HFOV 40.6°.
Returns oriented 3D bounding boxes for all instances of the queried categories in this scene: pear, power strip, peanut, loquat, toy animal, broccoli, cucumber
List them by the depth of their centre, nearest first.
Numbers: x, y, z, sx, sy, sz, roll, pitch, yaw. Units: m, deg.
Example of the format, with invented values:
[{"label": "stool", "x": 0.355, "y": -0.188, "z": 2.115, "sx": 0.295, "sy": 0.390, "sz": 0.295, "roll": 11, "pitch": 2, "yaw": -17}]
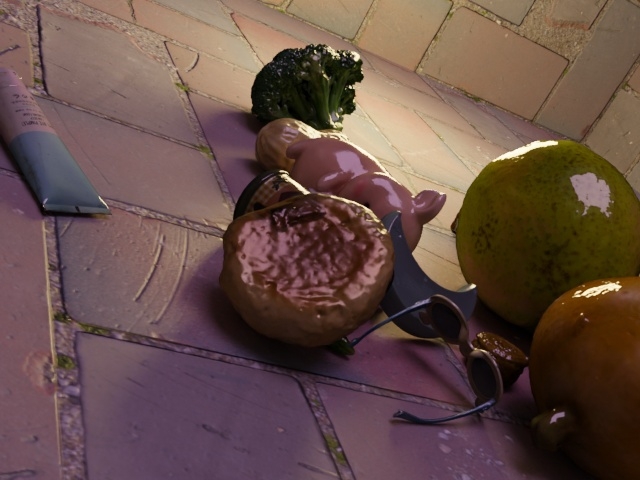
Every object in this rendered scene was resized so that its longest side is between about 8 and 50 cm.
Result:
[{"label": "cucumber", "x": -0.014, "y": 0.110, "z": 1.264, "sx": 0.168, "sy": 0.039, "sz": 0.039, "roll": 41, "pitch": 24, "yaw": 22}, {"label": "loquat", "x": 0.444, "y": 0.213, "z": 1.266, "sx": 0.359, "sy": 0.328, "sz": 0.328, "roll": -19, "pitch": 45, "yaw": -25}, {"label": "power strip", "x": 0.170, "y": 0.081, "z": 1.431, "sx": 0.253, "sy": 0.054, "sz": 0.167, "roll": 44, "pitch": 50, "yaw": -20}, {"label": "toy animal", "x": 0.066, "y": -0.068, "z": 1.555, "sx": 0.213, "sy": 0.195, "sz": 0.256, "roll": 5, "pitch": 34, "yaw": -31}, {"label": "pear", "x": 0.442, "y": 0.012, "z": 1.649, "sx": 0.391, "sy": 0.391, "sz": 0.391, "roll": 25, "pitch": 22, "yaw": -11}, {"label": "peanut", "x": -0.028, "y": -0.186, "z": 1.793, "sx": 0.298, "sy": 0.120, "sz": 0.136, "roll": 3, "pitch": 38, "yaw": -53}, {"label": "broccoli", "x": -0.029, "y": -0.329, "z": 1.984, "sx": 0.294, "sy": 0.265, "sz": 0.245, "roll": -31, "pitch": 88, "yaw": -37}]

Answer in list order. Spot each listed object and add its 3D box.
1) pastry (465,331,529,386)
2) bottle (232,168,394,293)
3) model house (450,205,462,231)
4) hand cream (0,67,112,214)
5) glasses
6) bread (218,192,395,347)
[{"label": "pastry", "x": 0.291, "y": 0.196, "z": 1.433, "sx": 0.109, "sy": 0.057, "sz": 0.097, "roll": 13, "pitch": 22, "yaw": -41}, {"label": "bottle", "x": 0.000, "y": 0.000, "z": 1.364, "sx": 0.271, "sy": 0.156, "sz": 0.143, "roll": 35, "pitch": 14, "yaw": 26}, {"label": "model house", "x": 0.385, "y": -0.034, "z": 1.959, "sx": 0.100, "sy": 0.127, "sz": 0.149, "roll": 18, "pitch": 21, "yaw": -26}, {"label": "hand cream", "x": -0.423, "y": -0.139, "z": 1.296, "sx": 0.111, "sy": 0.070, "sz": 0.312, "roll": 6, "pitch": 40, "yaw": -49}, {"label": "glasses", "x": 0.160, "y": 0.168, "z": 1.235, "sx": 0.220, "sy": 0.088, "sz": 0.189, "roll": -3, "pitch": 56, "yaw": -51}, {"label": "bread", "x": -0.023, "y": 0.043, "z": 1.199, "sx": 0.244, "sy": 0.134, "sz": 0.244, "roll": 1, "pitch": 57, "yaw": -2}]
